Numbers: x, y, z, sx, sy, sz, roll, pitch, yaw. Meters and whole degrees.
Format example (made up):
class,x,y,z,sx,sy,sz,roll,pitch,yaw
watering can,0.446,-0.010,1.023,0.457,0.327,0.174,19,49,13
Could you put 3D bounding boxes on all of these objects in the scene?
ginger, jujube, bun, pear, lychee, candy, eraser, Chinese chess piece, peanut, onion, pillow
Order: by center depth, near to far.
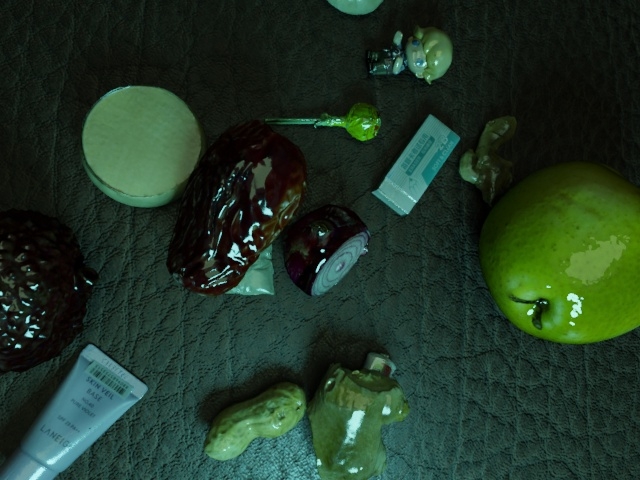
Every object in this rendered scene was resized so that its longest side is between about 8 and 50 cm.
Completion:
class,x,y,z,sx,sy,sz,roll,pitch,yaw
lychee,-0.556,0.088,0.872,0.330,0.306,0.306,-2,86,-7
jujube,-0.163,-0.054,0.963,0.216,0.216,0.342,32,84,-6
onion,0.000,0.000,1.017,0.195,0.218,0.140,-39,66,-4
peanut,-0.131,0.367,1.021,0.229,0.103,0.098,-23,77,-13
ginger,0.078,0.377,1.022,0.221,0.130,0.275,-21,108,-1
Chinese chess piece,-0.359,-0.192,1.023,0.250,0.103,0.249,1,86,-11
pear,0.521,0.020,1.037,0.362,0.362,0.418,46,53,-4
pillow,-0.168,0.003,1.069,0.148,0.050,0.229,2,82,-15
candy,0.005,-0.267,1.118,0.262,0.073,0.077,-1,68,-3
bun,0.080,-0.613,1.129,0.183,0.102,0.183,1,85,-12
eraser,0.220,-0.173,1.146,0.095,0.052,0.225,37,81,-7
ginger,0.412,-0.194,1.180,0.133,0.059,0.214,38,79,3

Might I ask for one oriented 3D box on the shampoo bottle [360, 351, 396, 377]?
class,x,y,z,sx,sy,sz,roll,pitch,yaw
shampoo bottle,0.122,0.294,1.099,0.072,0.043,0.099,29,82,-4

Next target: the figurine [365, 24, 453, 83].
class,x,y,z,sx,sy,sz,roll,pitch,yaw
figurine,0.202,-0.423,1.139,0.196,0.108,0.114,-3,64,-3

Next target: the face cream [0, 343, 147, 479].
class,x,y,z,sx,sy,sz,roll,pitch,yaw
face cream,-0.488,0.357,0.977,0.154,0.096,0.274,38,68,-2
